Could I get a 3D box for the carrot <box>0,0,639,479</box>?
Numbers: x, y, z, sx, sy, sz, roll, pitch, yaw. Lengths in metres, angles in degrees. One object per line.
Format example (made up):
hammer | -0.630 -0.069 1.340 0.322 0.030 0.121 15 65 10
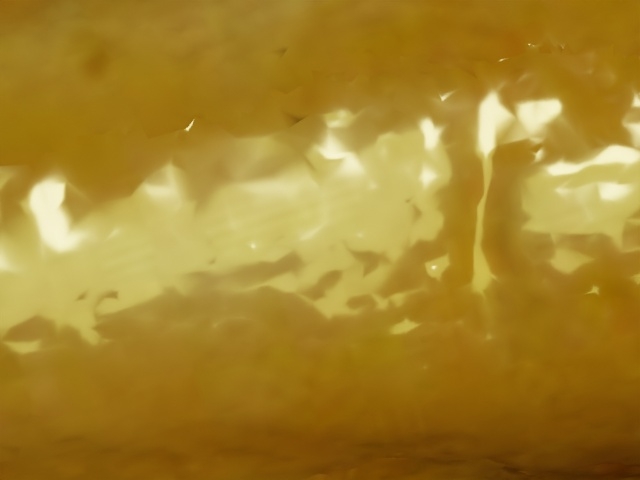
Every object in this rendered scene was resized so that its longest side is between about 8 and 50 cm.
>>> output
carrot | 0.000 0.000 0.457 0.254 0.196 0.196 -14 106 -18
